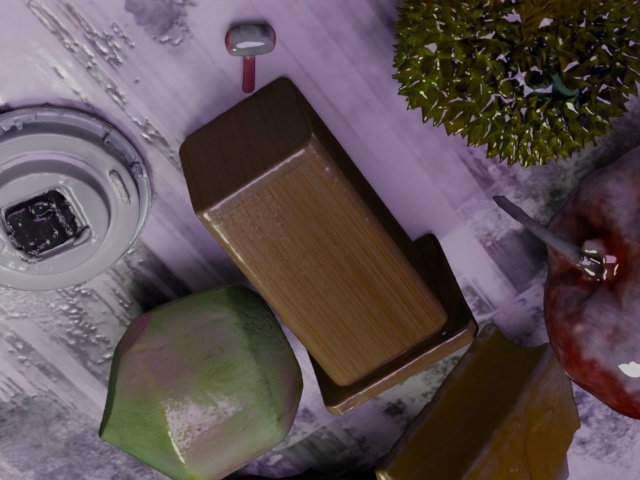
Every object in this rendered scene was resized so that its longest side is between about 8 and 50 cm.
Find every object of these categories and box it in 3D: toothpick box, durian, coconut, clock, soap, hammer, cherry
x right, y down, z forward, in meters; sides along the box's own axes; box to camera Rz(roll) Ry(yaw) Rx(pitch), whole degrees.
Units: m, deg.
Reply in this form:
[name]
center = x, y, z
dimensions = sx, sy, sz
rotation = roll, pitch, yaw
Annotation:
[toothpick box]
center = 0.000, 0.000, 1.750
dimensions = 0.190, 0.187, 0.308
rotation = -31, 124, 9
[durian]
center = 0.197, -0.197, 1.621
dimensions = 0.291, 0.225, 0.291
rotation = -4, 123, -7
[coconut]
center = -0.139, 0.166, 1.818
dimensions = 0.235, 0.236, 0.205
rotation = -26, 84, -3
[clock]
center = -0.291, -0.030, 1.723
dimensions = 0.236, 0.053, 0.236
rotation = -8, 128, -11
[soap]
center = 0.190, 0.284, 1.953
dimensions = 0.143, 0.281, 0.259
rotation = 13, 136, 29
[hammer]
center = -0.072, -0.184, 1.683
dimensions = 0.052, 0.031, 0.083
rotation = -4, 133, -8
[cherry]
center = 0.409, 0.032, 1.834
dimensions = 0.334, 0.291, 0.326
rotation = -21, 121, -23

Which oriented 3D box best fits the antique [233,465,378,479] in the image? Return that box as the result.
[antique]
center = -0.017, 0.406, 2.051
dimensions = 0.255, 0.185, 0.322
rotation = -2, 128, -5
